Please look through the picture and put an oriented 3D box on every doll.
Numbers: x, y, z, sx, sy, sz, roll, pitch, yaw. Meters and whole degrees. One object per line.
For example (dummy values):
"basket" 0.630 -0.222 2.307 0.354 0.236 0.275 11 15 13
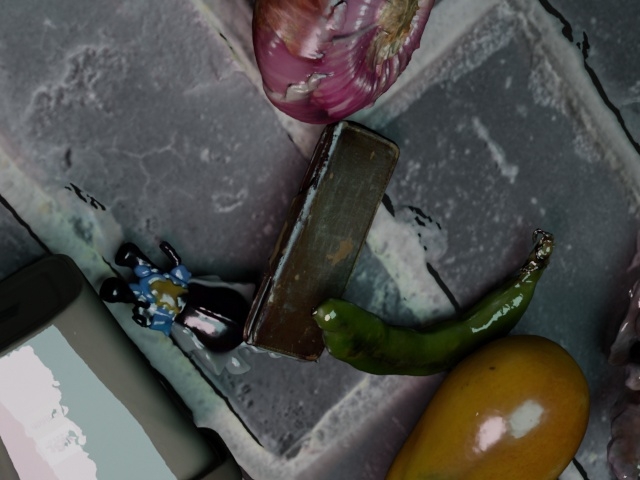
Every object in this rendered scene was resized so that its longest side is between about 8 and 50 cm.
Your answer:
"doll" -0.113 0.068 1.807 0.195 0.070 0.096 28 75 -26

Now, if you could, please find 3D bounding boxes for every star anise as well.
"star anise" 0.403 0.113 2.028 0.359 0.139 0.316 -46 128 -21

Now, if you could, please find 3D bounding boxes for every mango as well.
"mango" 0.171 0.205 1.933 0.175 0.139 0.254 13 124 -40

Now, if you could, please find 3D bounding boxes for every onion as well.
"onion" 0.004 -0.220 1.714 0.163 0.230 0.230 20 103 17

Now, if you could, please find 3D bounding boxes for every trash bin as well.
"trash bin" -0.224 0.165 1.717 0.220 0.219 0.250 -32 111 -7

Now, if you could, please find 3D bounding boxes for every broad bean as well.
"broad bean" 0.105 0.077 1.893 0.292 0.049 0.144 -15 132 -30

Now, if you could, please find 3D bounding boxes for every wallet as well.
"wallet" 0.000 0.000 1.818 0.122 0.031 0.232 21 92 -54
